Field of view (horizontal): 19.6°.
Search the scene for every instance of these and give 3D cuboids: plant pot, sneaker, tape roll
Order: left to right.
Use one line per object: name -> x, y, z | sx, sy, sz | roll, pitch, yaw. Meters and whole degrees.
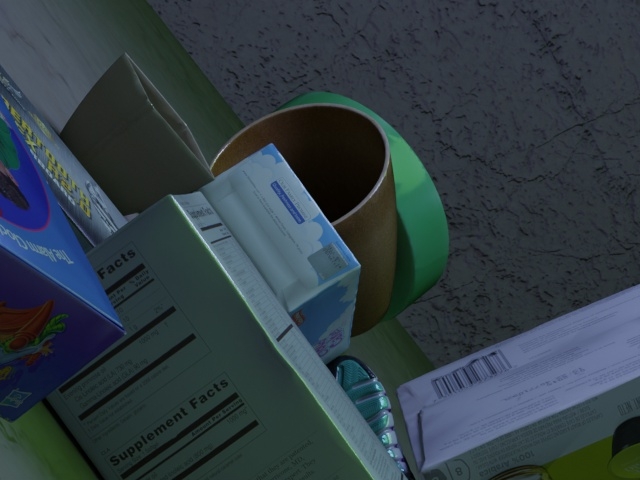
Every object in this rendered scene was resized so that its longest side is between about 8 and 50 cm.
plant pot -> -0.177, -0.088, 1.715 | 0.109, 0.096, 0.109 | 51, 6, -37
plant pot -> 0.000, 0.000, 2.328 | 0.237, 0.237, 0.254 | 58, -9, 47
tape roll -> 0.027, -0.042, 2.502 | 0.321, 0.077, 0.321 | 30, -41, 31
sneaker -> 0.052, 0.229, 1.910 | 0.098, 0.083, 0.223 | 66, 3, -58

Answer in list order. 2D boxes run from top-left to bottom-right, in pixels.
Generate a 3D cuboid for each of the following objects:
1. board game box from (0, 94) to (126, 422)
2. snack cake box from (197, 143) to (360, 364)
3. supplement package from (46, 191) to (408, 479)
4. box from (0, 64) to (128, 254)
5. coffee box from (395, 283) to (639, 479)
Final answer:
board game box -> -0.250, -0.079, 0.834 | 0.347, 0.078, 0.233 | 42, 13, -53
snack cake box -> -0.041, 0.033, 1.824 | 0.152, 0.089, 0.264 | 53, -13, 15
supplement package -> -0.066, 0.105, 1.141 | 0.244, 0.134, 0.139 | 54, 4, 1
box -> -0.198, -0.029, 1.291 | 0.231, 0.056, 0.183 | 53, 5, -18
coffee box -> 0.303, 0.280, 1.978 | 0.338, 0.338, 0.334 | -103, 169, -80
